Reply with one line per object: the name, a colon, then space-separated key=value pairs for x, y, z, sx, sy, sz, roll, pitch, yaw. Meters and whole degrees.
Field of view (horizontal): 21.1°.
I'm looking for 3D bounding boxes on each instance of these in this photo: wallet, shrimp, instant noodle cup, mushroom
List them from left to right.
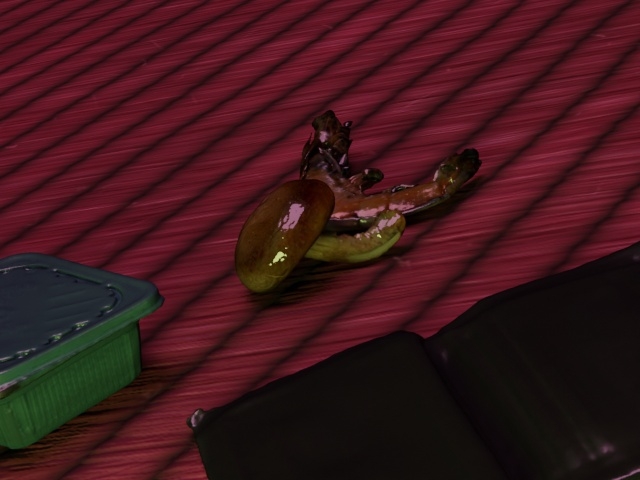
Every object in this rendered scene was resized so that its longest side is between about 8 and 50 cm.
instant noodle cup: x=-0.203 y=0.075 z=1.153 sx=0.157 sy=0.070 sz=0.179 roll=-30 pitch=27 yaw=-36
mushroom: x=-0.005 y=-0.010 z=1.240 sx=0.129 sy=0.073 sz=0.088 roll=-17 pitch=-11 yaw=-16
shrimp: x=0.053 y=-0.063 z=1.367 sx=0.148 sy=0.035 sz=0.195 roll=-13 pitch=30 yaw=8
wallet: x=0.093 y=0.097 z=0.974 sx=0.323 sy=0.041 sz=0.247 roll=-19 pitch=23 yaw=-6
